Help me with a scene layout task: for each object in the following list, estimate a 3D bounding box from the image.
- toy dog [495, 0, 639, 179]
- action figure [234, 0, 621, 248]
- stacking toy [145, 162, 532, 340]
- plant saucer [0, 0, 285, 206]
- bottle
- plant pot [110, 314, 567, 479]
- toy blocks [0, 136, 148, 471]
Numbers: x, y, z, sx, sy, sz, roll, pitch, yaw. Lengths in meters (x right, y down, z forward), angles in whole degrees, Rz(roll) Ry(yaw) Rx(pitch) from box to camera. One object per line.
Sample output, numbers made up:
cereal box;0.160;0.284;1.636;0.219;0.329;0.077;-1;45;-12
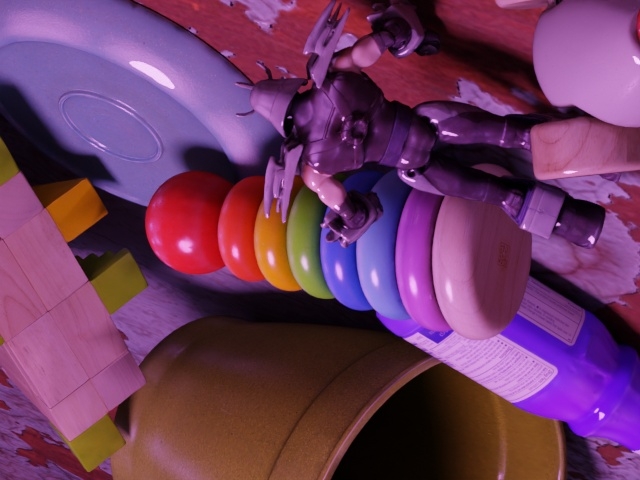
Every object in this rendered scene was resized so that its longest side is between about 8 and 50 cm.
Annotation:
toy dog;0.232;-0.121;1.164;0.334;0.161;0.220;-141;43;-62
action figure;0.073;-0.070;1.424;0.285;0.099;0.185;16;112;-7
stacking toy;0.000;0.000;1.620;0.330;0.141;0.141;4;148;29
plant saucer;-0.177;-0.112;1.726;0.318;0.043;0.317;21;155;10
bottle;0.190;0.096;1.715;0.283;0.092;0.118;31;154;-10
plant pot;-0.010;0.230;1.926;0.353;0.366;0.366;20;157;44
toy blocks;-0.321;0.014;1.896;0.261;0.191;0.381;36;158;47
